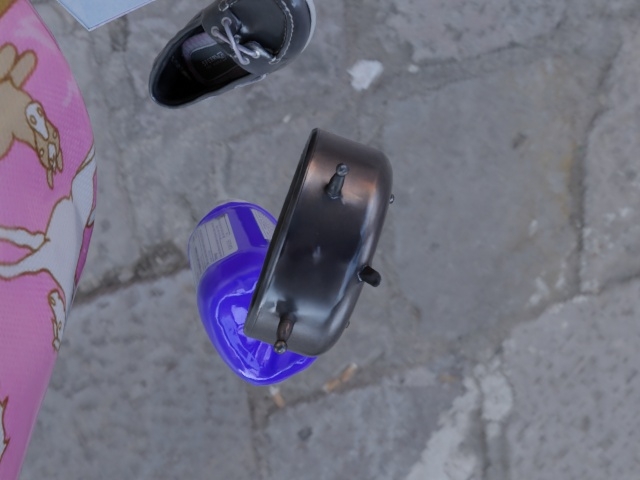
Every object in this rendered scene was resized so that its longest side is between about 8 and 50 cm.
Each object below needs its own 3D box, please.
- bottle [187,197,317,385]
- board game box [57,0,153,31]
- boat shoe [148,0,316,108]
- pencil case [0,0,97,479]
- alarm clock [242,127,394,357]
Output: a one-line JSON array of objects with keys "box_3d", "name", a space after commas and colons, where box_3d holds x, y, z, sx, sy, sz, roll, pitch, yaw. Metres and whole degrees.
[{"box_3d": [-0.067, 0.028, 1.069, 0.092, 0.283, 0.118, -28, 110, -1], "name": "bottle"}, {"box_3d": [-0.161, -0.339, 0.946, 0.319, 0.066, 0.318, -18, 143, 24], "name": "board game box"}, {"box_3d": [-0.110, -0.218, 1.375, 0.112, 0.335, 0.095, 48, 67, -13], "name": "boat shoe"}, {"box_3d": [-0.156, 0.082, 0.240, 0.167, 0.386, 0.160, 27, 129, -19], "name": "pencil case"}, {"box_3d": [0.000, 0.000, 0.717, 0.064, 0.192, 0.129, 18, 98, -7], "name": "alarm clock"}]
